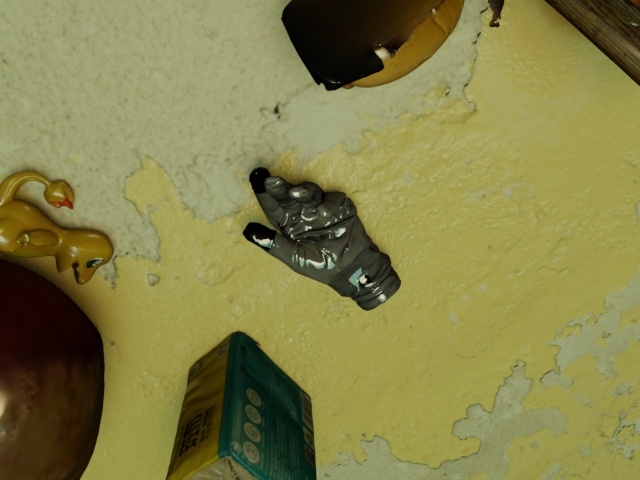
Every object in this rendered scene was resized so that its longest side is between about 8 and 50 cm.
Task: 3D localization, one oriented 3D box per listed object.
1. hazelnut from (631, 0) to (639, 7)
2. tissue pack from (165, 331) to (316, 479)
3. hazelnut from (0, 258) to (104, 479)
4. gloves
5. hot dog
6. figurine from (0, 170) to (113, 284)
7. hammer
[{"bbox_3d":[0.370,-0.334,0.814,0.151,0.150,0.150,-2,112,-6],"label":"hazelnut"},{"bbox_3d":[-0.107,0.287,0.926,0.134,0.270,0.192,-39,110,13],"label":"tissue pack"},{"bbox_3d":[-0.474,0.209,0.818,0.421,0.353,0.420,8,104,32],"label":"hazelnut"},{"bbox_3d":[0.000,0.000,0.906,0.142,0.119,0.285,-43,125,-1],"label":"gloves"},{"bbox_3d":[0.100,-0.273,0.785,0.326,0.107,0.194,-28,73,-14],"label":"hot dog"},{"bbox_3d":[-0.358,-0.020,0.875,0.176,0.121,0.122,26,80,-30],"label":"figurine"},{"bbox_3d":[0.255,-0.279,0.709,0.242,0.095,0.409,-42,83,-18],"label":"hammer"}]
